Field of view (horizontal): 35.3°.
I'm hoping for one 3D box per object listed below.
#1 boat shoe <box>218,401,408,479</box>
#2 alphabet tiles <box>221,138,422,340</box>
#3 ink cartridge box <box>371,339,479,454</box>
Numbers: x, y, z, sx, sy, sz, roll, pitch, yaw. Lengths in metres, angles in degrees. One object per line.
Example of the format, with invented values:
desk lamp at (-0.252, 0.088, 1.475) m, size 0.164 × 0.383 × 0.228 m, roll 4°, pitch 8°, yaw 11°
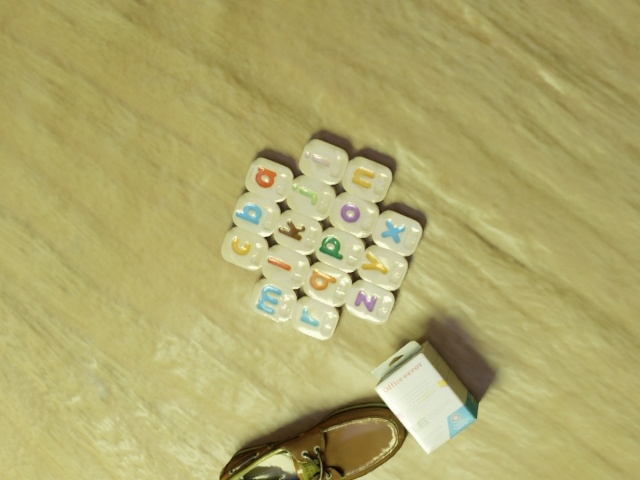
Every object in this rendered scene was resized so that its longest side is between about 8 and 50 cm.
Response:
boat shoe at (-0.011, 0.339, 1.518) m, size 0.307 × 0.104 × 0.110 m, roll -25°, pitch 92°, yaw 14°
alphabet tiles at (0.000, 0.000, 1.511) m, size 0.278 × 0.021 × 0.284 m, roll 22°, pitch 102°, yaw 8°
ink cartridge box at (0.152, 0.221, 1.475) m, size 0.092 × 0.090 × 0.143 m, roll -39°, pitch 88°, yaw 14°
